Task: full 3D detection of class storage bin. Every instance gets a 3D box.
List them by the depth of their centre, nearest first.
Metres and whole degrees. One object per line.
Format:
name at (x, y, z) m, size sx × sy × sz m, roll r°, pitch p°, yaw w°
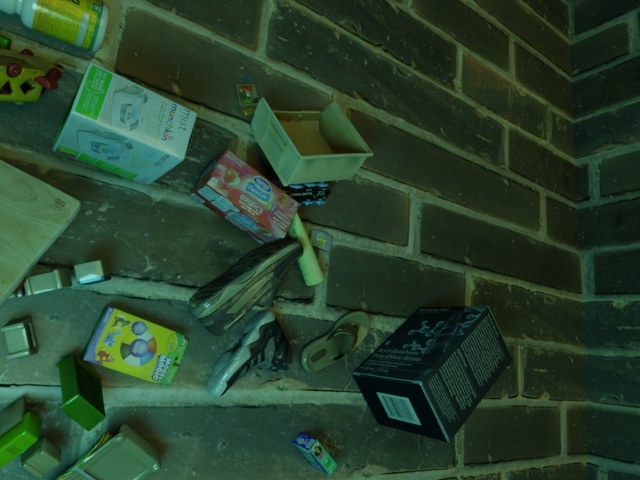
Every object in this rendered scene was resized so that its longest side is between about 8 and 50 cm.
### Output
storage bin at (-0.032, -0.298, 1.404) m, size 0.262 × 0.123 × 0.260 m, roll -11°, pitch 59°, yaw -37°

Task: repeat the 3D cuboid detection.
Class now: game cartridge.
game cartridge at (0.000, 0.000, 1.499) m, size 0.083 × 0.017 × 0.055 m, roll 21°, pitch 66°, yaw -32°

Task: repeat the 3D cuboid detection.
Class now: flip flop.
flip flop at (0.058, 0.307, 1.446) m, size 0.277 × 0.080 × 0.112 m, roll -25°, pitch 97°, yaw -36°

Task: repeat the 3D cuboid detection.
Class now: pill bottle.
pill bottle at (-0.602, -0.522, 1.085) m, size 0.209 × 0.118 × 0.117 m, roll 12°, pitch 75°, yaw -34°

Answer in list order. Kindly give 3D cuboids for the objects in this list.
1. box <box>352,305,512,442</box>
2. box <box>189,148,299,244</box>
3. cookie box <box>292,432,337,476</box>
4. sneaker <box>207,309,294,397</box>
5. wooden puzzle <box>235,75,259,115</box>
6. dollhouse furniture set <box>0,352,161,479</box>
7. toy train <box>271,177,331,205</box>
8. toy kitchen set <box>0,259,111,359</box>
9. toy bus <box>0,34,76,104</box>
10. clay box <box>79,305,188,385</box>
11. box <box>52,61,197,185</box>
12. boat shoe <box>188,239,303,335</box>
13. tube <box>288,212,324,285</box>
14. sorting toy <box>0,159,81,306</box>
box at (0.358, 0.398, 1.517) m, size 0.395 × 0.294 × 0.211 m, roll -34°, pitch 102°, yaw -36°
box at (-0.202, -0.111, 1.300) m, size 0.257 × 0.128 × 0.122 m, roll 37°, pitch 63°, yaw -25°
cookie box at (-0.015, 0.596, 1.335) m, size 0.040 × 0.092 × 0.107 m, roll -45°, pitch 108°, yaw -30°
sneaker at (-0.168, 0.324, 1.263) m, size 0.153 × 0.101 × 0.268 m, roll 48°, pitch 56°, yaw -17°
wooden puzzle at (-0.213, -0.431, 1.419) m, size 0.079 × 0.014 × 0.116 m, roll -22°, pitch 94°, yaw -37°
dollhouse furniture set at (-0.510, 0.430, 1.020) m, size 0.198 × 0.151 × 0.301 m, roll -38°, pitch 123°, yaw -14°
toy train at (-0.057, -0.150, 1.425) m, size 0.184 × 0.105 × 0.080 m, roll -10°, pitch 116°, yaw -41°
toy kitchen set at (-0.556, 0.145, 1.027) m, size 0.207 × 0.122 × 0.166 m, roll -13°, pitch 90°, yaw -17°
toy bus at (-0.650, -0.347, 1.026) m, size 0.202 × 0.191 × 0.104 m, roll 17°, pitch 115°, yaw -32°
clay box at (-0.422, 0.253, 1.122) m, size 0.222 × 0.053 × 0.127 m, roll 29°, pitch 66°, yaw -28°
box at (-0.439, -0.244, 1.067) m, size 0.231 × 0.262 × 0.126 m, roll 22°, pitch 70°, yaw -33°
boat shoe at (-0.183, 0.122, 1.290) m, size 0.355 × 0.132 × 0.130 m, roll -35°, pitch 113°, yaw -26°
tube at (-0.056, 0.015, 1.419) m, size 0.062 × 0.070 × 0.240 m, roll -41°, pitch 113°, yaw -64°
sorting toy at (-0.653, -0.020, 0.932) m, size 0.257 × 0.089 × 0.255 m, roll 28°, pitch 62°, yaw -3°
